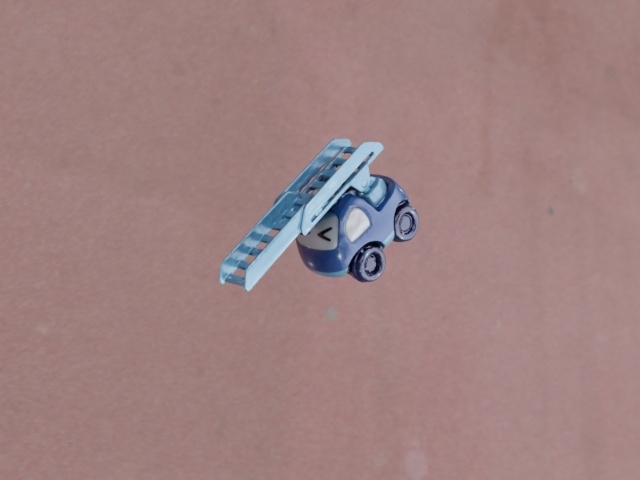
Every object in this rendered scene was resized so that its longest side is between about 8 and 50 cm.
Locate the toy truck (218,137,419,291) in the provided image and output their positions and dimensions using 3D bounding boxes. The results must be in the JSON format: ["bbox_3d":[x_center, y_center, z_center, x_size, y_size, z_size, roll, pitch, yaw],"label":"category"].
[{"bbox_3d":[0.000,0.000,0.720,0.136,0.063,0.074,-50,127,-26],"label":"toy truck"}]
